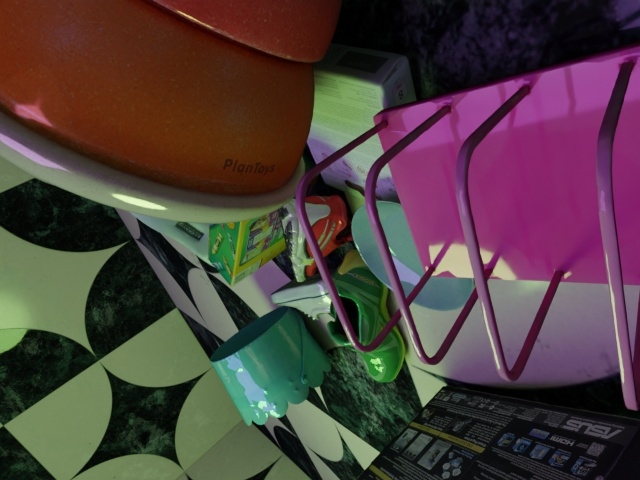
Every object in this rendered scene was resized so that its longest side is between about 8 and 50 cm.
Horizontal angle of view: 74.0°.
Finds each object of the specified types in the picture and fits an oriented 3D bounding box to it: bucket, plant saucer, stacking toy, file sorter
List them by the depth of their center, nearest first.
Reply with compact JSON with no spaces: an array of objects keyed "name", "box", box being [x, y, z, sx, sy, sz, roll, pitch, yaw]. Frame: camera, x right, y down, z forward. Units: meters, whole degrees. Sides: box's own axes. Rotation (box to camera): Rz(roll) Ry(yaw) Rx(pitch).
[{"name":"stacking toy","box":[-0.069,-0.283,0.328,0.350,0.351,0.479,45,119,17]},{"name":"file sorter","box":[0.156,-0.007,0.329,0.291,0.182,0.202,-1,121,42]},{"name":"plant saucer","box":[0.131,0.015,0.594,0.195,0.037,0.195,35,150,23]},{"name":"bucket","box":[-0.129,0.306,1.085,0.183,0.281,0.281,58,152,-5]}]

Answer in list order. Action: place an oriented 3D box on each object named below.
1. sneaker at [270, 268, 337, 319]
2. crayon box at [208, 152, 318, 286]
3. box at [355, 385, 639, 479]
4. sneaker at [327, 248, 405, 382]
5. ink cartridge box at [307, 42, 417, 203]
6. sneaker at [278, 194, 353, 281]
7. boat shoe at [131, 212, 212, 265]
[{"name":"sneaker","box":[-0.027,0.126,0.905,0.258,0.094,0.091,-17,102,60]},{"name":"crayon box","box":[-0.114,-0.037,0.781,0.081,0.165,0.278,47,151,12]},{"name":"box","box":[0.178,0.338,0.538,0.097,0.318,0.395,52,161,3]},{"name":"sneaker","box":[0.068,0.153,0.761,0.109,0.123,0.295,20,138,46]},{"name":"ink cartridge box","box":[0.047,-0.143,0.565,0.189,0.066,0.232,29,165,37]},{"name":"sneaker","box":[0.000,0.000,0.719,0.279,0.119,0.107,96,161,-77]},{"name":"boat shoe","box":[-0.329,-0.089,1.033,0.367,0.136,0.156,39,-164,-21]}]
